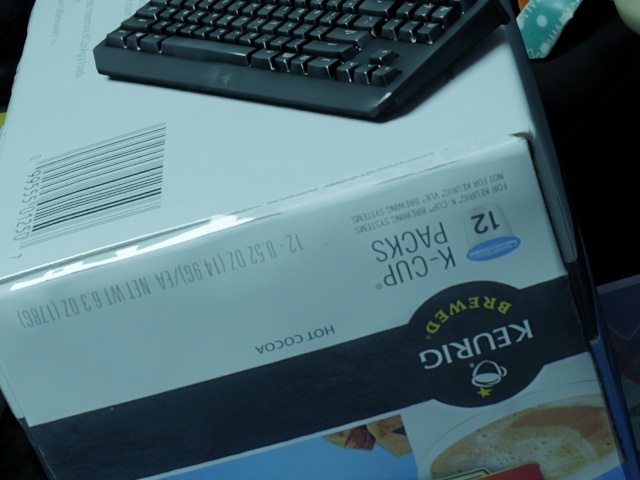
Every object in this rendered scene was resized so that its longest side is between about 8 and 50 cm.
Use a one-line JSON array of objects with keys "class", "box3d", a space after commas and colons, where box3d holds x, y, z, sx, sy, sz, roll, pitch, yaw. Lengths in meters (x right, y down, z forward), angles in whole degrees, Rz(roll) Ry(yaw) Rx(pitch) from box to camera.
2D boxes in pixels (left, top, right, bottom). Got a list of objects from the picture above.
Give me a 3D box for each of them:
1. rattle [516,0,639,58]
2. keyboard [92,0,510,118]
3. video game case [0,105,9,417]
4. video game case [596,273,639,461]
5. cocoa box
[{"class": "rattle", "box3d": [0.177, -0.182, 1.122, 0.200, 0.143, 0.130, 5, 69, 32]}, {"class": "keyboard", "box3d": [-0.006, -0.094, 0.827, 0.180, 0.023, 0.108, 14, 43, 44]}, {"class": "video game case", "box3d": [-0.278, 0.026, 1.327, 0.248, 0.035, 0.275, -8, 47, 30]}, {"class": "video game case", "box3d": [0.172, 0.085, 0.954, 0.201, 0.023, 0.183, -18, 43, 21]}, {"class": "cocoa box", "box3d": [0.000, 0.000, 0.923, 0.231, 0.228, 0.347, -16, 29, 7]}]
